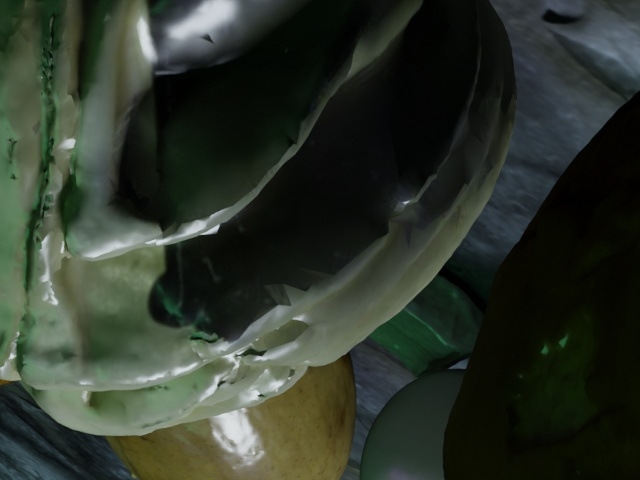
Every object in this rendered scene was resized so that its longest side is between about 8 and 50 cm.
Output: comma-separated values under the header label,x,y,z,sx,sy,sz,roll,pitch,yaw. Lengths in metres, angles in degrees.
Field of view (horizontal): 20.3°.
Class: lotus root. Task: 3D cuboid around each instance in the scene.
label,x,y,z,sx,sy,sz,roll,pitch,yaw
lotus root,-0.082,0.063,1.170,0.183,0.183,0.310,18,145,38

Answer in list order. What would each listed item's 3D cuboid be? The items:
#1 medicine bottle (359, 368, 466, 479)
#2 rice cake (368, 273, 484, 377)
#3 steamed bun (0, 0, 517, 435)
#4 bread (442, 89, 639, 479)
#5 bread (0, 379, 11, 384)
label,x,y,z,sx,sy,sz,roll,pitch,yaw
medicine bottle,0.175,0.164,1.004,0.341,0.130,0.130,16,150,34
rice cake,0.000,0.000,1.077,0.226,0.040,0.085,39,158,-6
steamed bun,-0.050,-0.063,0.720,0.206,0.320,0.275,3,109,51
bread,0.160,0.009,0.599,0.148,0.270,0.270,40,157,-12
bread,-0.359,0.049,1.577,0.260,0.129,0.134,42,150,-15
